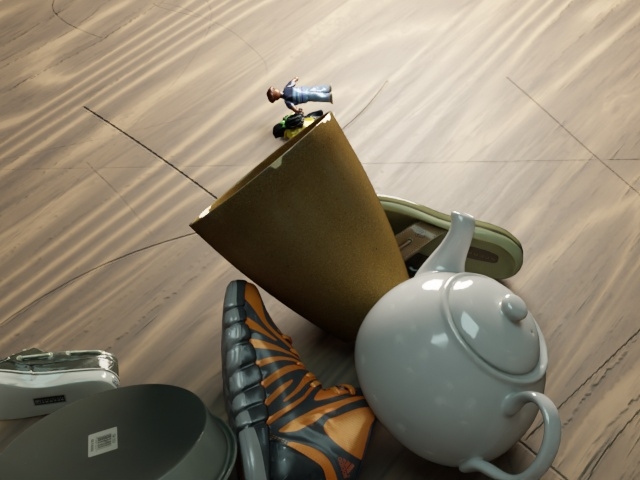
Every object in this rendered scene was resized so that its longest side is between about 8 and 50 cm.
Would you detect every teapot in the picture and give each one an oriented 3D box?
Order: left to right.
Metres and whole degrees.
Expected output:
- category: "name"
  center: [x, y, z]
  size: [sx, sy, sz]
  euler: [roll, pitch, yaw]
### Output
- category: "teapot"
  center: [0.177, 0.133, 1.237]
  size: [0.256, 0.187, 0.252]
  euler: [43, 38, 1]

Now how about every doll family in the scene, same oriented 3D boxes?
- category: "doll family"
  center: [-0.031, -0.198, 1.736]
  size: [0.111, 0.076, 0.193]
  euler: [-5, 38, 1]

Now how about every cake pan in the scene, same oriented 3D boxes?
- category: "cake pan"
  center: [-0.241, 0.251, 1.183]
  size: [0.293, 0.054, 0.293]
  euler: [-12, 22, 5]

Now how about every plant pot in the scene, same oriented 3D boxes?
- category: "plant pot"
  center: [0.000, 0.000, 1.385]
  size: [0.254, 0.237, 0.237]
  euler: [50, 52, -8]

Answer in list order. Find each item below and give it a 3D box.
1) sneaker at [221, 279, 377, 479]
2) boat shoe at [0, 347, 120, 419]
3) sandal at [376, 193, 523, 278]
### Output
- category: "sneaker"
  center: [-0.026, 0.184, 1.305]
  size: [0.180, 0.124, 0.321]
  euler: [-5, 54, -11]
- category: "boat shoe"
  center: [-0.366, 0.177, 1.334]
  size: [0.219, 0.078, 0.070]
  euler: [0, 43, -12]
- category: "sandal"
  center: [0.133, 0.010, 1.483]
  size: [0.302, 0.120, 0.086]
  euler: [11, 58, 11]
